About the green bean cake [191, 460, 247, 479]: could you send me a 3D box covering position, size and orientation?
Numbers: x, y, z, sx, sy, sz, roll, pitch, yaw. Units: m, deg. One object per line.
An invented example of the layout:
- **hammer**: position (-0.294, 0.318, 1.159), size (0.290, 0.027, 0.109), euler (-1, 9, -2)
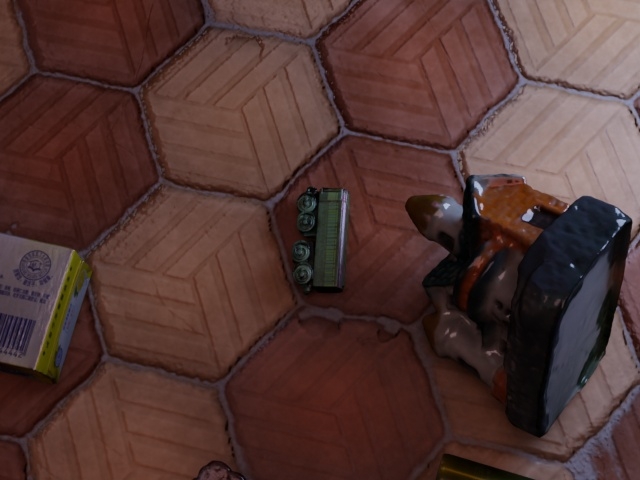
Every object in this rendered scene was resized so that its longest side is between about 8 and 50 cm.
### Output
- **green bean cake**: position (-0.113, 0.348, 1.409), size (0.136, 0.056, 0.135), euler (33, 74, 13)

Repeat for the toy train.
- **toy train**: position (0.000, 0.000, 1.538), size (0.071, 0.038, 0.148), euler (3, 71, 4)

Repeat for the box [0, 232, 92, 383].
- **box**: position (-0.442, 0.071, 1.503), size (0.265, 0.097, 0.168), euler (11, 71, 6)

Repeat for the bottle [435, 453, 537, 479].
- **bottle**: position (0.270, 0.327, 1.385), size (0.286, 0.082, 0.082), euler (16, 72, 8)

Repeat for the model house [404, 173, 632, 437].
- **model house**: position (0.196, 0.047, 1.413), size (0.301, 0.271, 0.190), euler (33, 59, 29)
